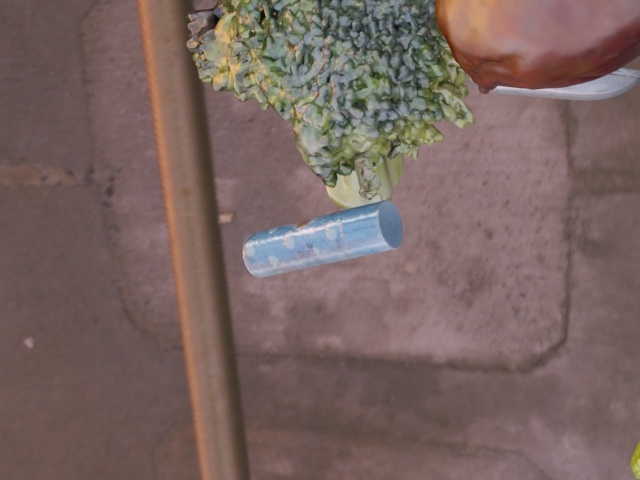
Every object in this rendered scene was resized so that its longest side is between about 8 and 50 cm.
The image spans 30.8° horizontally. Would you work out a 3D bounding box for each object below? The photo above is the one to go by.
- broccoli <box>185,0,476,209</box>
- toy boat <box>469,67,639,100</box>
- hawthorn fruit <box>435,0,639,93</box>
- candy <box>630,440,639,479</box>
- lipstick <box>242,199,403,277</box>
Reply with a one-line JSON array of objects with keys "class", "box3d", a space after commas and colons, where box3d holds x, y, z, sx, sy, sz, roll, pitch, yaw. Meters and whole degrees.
[{"class": "broccoli", "box3d": [0.028, -0.198, 1.229, 0.338, 0.277, 0.317, 51, 163, 20]}, {"class": "toy boat", "box3d": [0.356, -0.260, 1.767, 0.261, 0.078, 0.085, 7, 87, 13]}, {"class": "hawthorn fruit", "box3d": [0.189, -0.207, 0.919, 0.208, 0.208, 0.248, 32, 122, 3]}, {"class": "candy", "box3d": [0.494, 0.260, 1.564, 0.097, 0.096, 0.209, 40, 126, -1]}, {"class": "lipstick", "box3d": [0.000, 0.000, 1.114, 0.158, 0.048, 0.048, -13, 106, 31]}]
